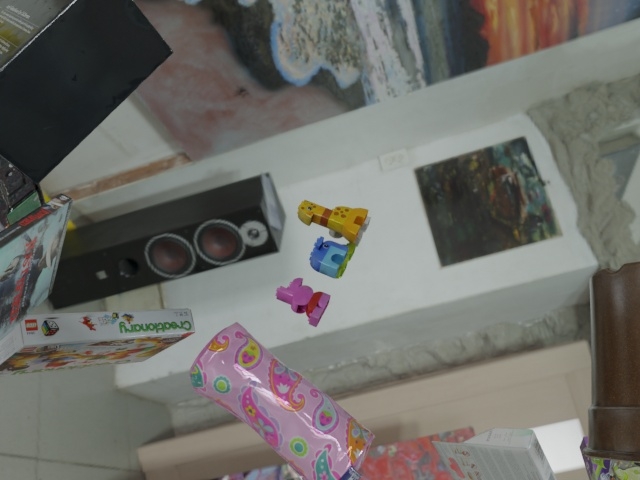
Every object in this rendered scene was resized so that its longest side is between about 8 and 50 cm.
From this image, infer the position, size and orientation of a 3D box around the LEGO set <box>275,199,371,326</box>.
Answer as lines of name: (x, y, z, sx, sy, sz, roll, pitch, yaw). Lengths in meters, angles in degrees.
LEGO set: (0.000, 0.000, 0.887, 0.227, 0.093, 0.087, -59, 167, -46)

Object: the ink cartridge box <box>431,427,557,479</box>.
ink cartridge box: (0.380, 0.485, 1.353, 0.056, 0.225, 0.181, -50, 119, -41)

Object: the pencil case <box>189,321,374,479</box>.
pencil case: (-0.058, 0.246, 0.907, 0.284, 0.124, 0.124, 38, 4, 10)

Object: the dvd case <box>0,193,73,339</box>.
dvd case: (-0.206, 0.026, 0.416, 0.119, 0.013, 0.087, -78, -170, -67)

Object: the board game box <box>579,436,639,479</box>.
board game box: (0.632, 0.525, 1.145, 0.347, 0.208, 0.056, -88, 179, -47)

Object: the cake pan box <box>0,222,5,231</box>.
cake pan box: (-0.421, -0.007, 0.520, 0.267, 0.246, 0.070, 59, 4, -17)

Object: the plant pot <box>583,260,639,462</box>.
plant pot: (0.314, 0.106, 0.549, 0.167, 0.167, 0.165, 46, 43, -70)

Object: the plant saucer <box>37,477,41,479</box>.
plant saucer: (-0.438, 0.383, 0.872, 0.021, 0.119, 0.119, 52, 11, -1)

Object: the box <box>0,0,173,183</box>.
box: (-0.296, -0.191, 0.637, 0.261, 0.184, 0.103, 33, -11, 44)

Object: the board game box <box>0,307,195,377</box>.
board game box: (-0.400, 0.177, 1.085, 0.305, 0.193, 0.053, 3, 64, -46)

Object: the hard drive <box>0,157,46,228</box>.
hard drive: (-0.543, -0.016, 0.975, 0.064, 0.237, 0.339, 37, -28, 5)
